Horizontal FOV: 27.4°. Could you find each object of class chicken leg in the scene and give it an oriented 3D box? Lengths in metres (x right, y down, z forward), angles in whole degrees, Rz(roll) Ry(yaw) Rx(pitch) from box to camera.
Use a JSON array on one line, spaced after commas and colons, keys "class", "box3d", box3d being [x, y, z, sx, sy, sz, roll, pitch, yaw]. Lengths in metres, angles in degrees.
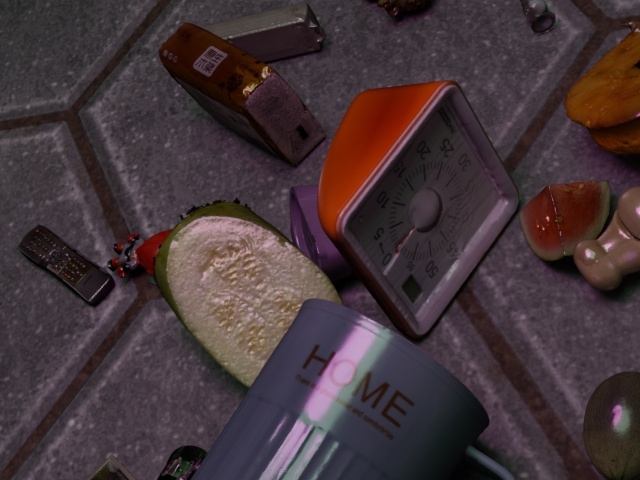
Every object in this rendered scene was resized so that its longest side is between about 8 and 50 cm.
[{"class": "chicken leg", "box3d": [0.098, -0.398, 2.087, 0.093, 0.070, 0.178, -37, 38, -27]}]

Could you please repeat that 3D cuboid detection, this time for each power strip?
[{"class": "power strip", "box3d": [-0.120, -0.323, 2.128, 0.272, 0.078, 0.052, -11, 51, 19]}]

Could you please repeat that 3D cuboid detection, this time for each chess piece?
[{"class": "chess piece", "box3d": [0.456, -0.036, 1.613, 0.307, 0.139, 0.124, -35, 34, 6]}]

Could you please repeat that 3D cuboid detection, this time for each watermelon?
[{"class": "watermelon", "box3d": [0.311, -0.031, 1.681, 0.125, 0.094, 0.135, -15, 36, 16]}]

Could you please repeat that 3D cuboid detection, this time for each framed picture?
[{"class": "framed picture", "box3d": [-0.279, 0.334, 1.760, 0.066, 0.006, 0.089, -45, 49, -10]}]

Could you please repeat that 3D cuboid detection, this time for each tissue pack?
[{"class": "tissue pack", "box3d": [-0.123, -0.222, 1.985, 0.092, 0.183, 0.226, -48, 49, -7]}]

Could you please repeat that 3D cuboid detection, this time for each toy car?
[{"class": "toy car", "box3d": [-0.191, 0.328, 1.690, 0.069, 0.055, 0.142, 13, 61, 36]}]

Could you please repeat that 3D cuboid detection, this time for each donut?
[{"class": "donut", "box3d": [0.441, -0.209, 1.700, 0.254, 0.118, 0.253, -26, 20, 11]}]

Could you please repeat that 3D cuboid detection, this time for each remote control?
[{"class": "remote control", "box3d": [-0.395, 0.036, 2.028, 0.212, 0.028, 0.059, 31, 77, 39]}]

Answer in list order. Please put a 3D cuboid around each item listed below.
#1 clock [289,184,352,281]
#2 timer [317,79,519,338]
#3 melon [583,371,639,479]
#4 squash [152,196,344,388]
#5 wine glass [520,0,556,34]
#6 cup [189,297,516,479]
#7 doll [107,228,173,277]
[{"class": "clock", "box3d": [0.000, 0.000, 1.822, 0.050, 0.110, 0.152, -10, 48, -13]}, {"class": "timer", "box3d": [0.109, -0.038, 1.689, 0.161, 0.257, 0.250, 4, 56, 36]}, {"class": "melon", "box3d": [0.346, 0.211, 1.486, 0.098, 0.098, 0.130, 6, 62, 29]}, {"class": "squash", "box3d": [-0.085, 0.082, 1.734, 0.189, 0.189, 0.260, -40, 45, -6]}, {"class": "wine glass", "box3d": [0.322, -0.348, 1.957, 0.039, 0.042, 0.083, -2, 47, -11]}, {"class": "cup", "box3d": [0.028, 0.287, 1.521, 0.311, 0.331, 0.257, -55, 18, -16]}, {"class": "doll", "box3d": [-0.241, 0.018, 1.945, 0.169, 0.057, 0.109, -1, 53, 25]}]
